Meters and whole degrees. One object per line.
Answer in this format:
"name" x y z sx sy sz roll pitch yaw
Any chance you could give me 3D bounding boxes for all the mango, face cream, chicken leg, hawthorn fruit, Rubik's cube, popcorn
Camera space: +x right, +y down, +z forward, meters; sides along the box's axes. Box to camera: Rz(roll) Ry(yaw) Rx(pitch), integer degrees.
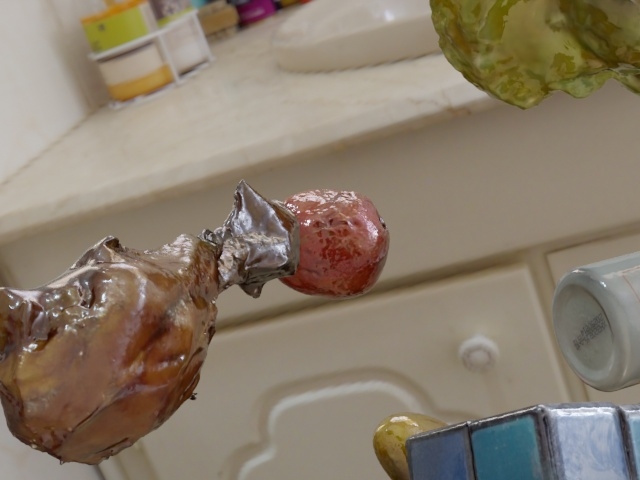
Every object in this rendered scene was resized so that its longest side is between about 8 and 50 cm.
"mango" 0.194 0.386 1.754 0.130 0.262 0.167 -44 9 30
"face cream" 0.317 0.044 0.842 0.251 0.101 0.101 -13 16 -19
"chicken leg" -0.085 0.029 0.641 0.093 0.113 0.304 0 20 24
"hawthorn fruit" 0.009 -0.001 1.493 0.173 0.179 0.173 -56 19 31
"Rubik's cube" 0.346 0.407 1.517 0.313 0.319 0.316 5 -20 -34
"popcorn" 0.239 -0.253 0.987 0.276 0.277 0.225 -11 15 26
